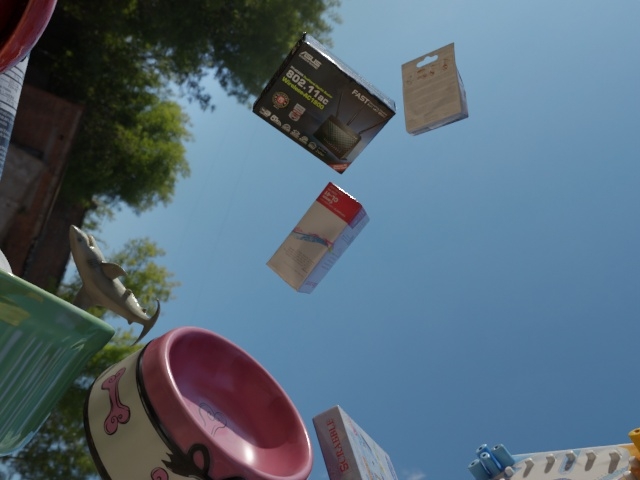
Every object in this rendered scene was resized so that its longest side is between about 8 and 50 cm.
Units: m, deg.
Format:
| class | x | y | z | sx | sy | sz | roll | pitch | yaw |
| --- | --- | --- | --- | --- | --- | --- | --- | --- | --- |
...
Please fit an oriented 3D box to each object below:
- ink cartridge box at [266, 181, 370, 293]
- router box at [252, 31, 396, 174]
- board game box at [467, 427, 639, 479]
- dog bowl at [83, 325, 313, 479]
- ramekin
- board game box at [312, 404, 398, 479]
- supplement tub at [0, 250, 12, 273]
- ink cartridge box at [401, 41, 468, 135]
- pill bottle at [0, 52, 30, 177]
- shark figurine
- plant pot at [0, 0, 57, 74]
| class | x | y | z | sx | sy | sz | roll | pitch | yaw |
| --- | --- | --- | --- | --- | --- | --- | --- | --- | --- |
| ink cartridge box | 0.000 | 0.000 | 1.615 | 0.131 | 0.226 | 0.306 | 40 | -90 | 13 |
| router box | 0.004 | -0.140 | 0.566 | 0.092 | 0.122 | 0.038 | -48 | -160 | 29 |
| board game box | 0.306 | 0.426 | 0.792 | 0.050 | 0.390 | 0.390 | 55 | -41 | 0 |
| dog bowl | -0.182 | 0.318 | 0.930 | 0.150 | 0.408 | 0.408 | -46 | -144 | 8 |
| ramekin | -0.373 | 0.080 | 0.518 | 0.303 | 0.303 | 0.148 | -2 | -123 | 56 |
| board game box | 0.114 | 0.533 | 1.071 | 0.066 | 0.318 | 0.319 | -29 | -136 | 6 |
| supplement tub | -0.366 | 0.044 | 0.523 | 0.107 | 0.071 | 0.071 | -27 | -143 | -4 |
| ink cartridge box | 0.263 | -0.349 | 1.263 | 0.145 | 0.045 | 0.179 | -13 | -110 | 38 |
| pill bottle | -0.405 | -0.181 | 0.600 | 0.130 | 0.130 | 0.246 | 4 | -99 | 57 |
| shark figurine | -0.420 | 0.118 | 1.059 | 0.278 | 0.116 | 0.166 | 43 | -32 | 17 |
| plant pot | -0.311 | -0.234 | 0.412 | 0.191 | 0.174 | 0.191 | -6 | -101 | 33 |
